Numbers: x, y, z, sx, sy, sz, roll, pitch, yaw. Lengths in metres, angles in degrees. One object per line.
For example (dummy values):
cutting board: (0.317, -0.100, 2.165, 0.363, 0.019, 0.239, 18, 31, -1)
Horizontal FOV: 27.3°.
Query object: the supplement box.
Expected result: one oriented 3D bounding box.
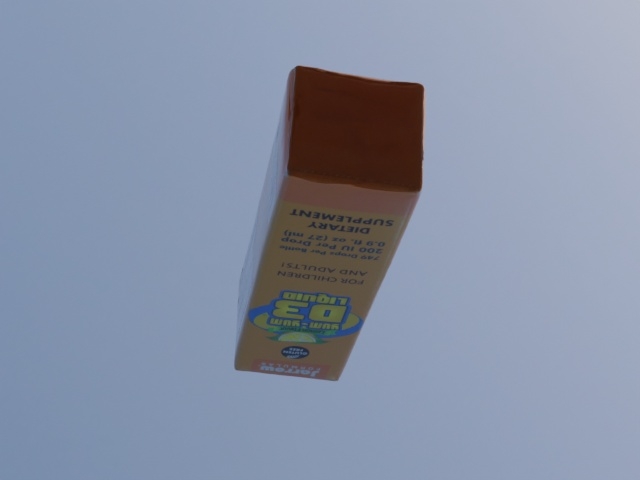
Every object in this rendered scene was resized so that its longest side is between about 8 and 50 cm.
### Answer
supplement box: (0.000, 0.000, 0.781, 0.078, 0.233, 0.080, 7, -120, -7)
